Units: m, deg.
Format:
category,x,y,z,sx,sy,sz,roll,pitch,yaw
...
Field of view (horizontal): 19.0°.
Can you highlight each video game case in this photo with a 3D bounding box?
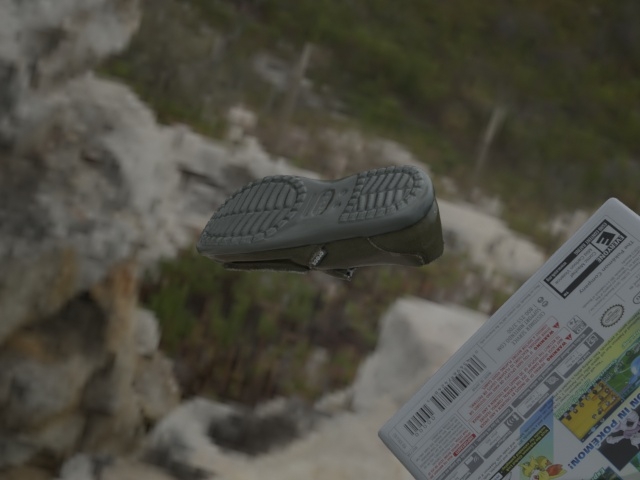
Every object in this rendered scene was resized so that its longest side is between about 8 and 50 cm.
category,x,y,z,sx,sy,sz,roll,pitch,yaw
video game case,0.242,0.148,1.753,0.036,0.329,0.300,45,1,-40

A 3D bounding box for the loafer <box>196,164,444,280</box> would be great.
category,x,y,z,sx,sy,sz,roll,pitch,yaw
loafer,0.000,0.000,1.625,0.251,0.087,0.094,-4,41,41
